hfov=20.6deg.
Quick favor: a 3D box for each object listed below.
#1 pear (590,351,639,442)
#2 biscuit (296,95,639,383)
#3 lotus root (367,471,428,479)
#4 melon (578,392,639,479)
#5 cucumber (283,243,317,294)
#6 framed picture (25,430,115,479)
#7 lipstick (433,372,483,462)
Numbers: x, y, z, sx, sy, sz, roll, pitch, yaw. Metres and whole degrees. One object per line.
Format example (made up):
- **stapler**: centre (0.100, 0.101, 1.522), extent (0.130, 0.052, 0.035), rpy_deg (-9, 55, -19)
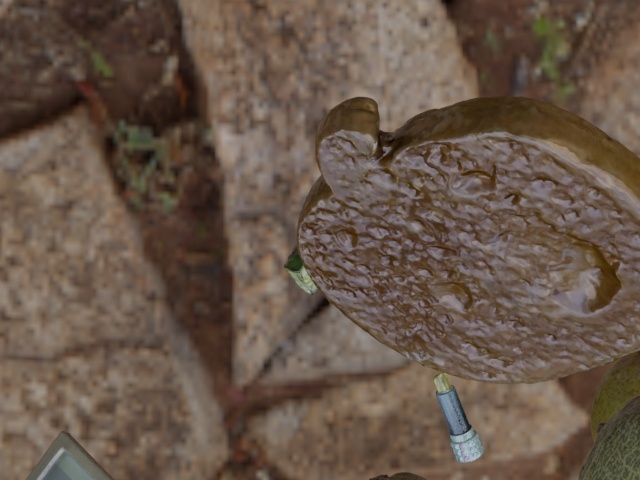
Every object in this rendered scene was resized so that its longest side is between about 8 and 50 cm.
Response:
- **pear**: centre (0.468, 0.236, 2.373), extent (0.188, 0.211, 0.228), rpy_deg (-11, -168, -35)
- **biscuit**: centre (0.122, -0.006, 1.389), extent (0.314, 0.063, 0.367), rpy_deg (39, 147, -16)
- **lotus root**: centre (0.126, 0.366, 2.171), extent (0.214, 0.138, 0.138), rpy_deg (33, 141, -16)
- **melon**: centre (0.404, 0.281, 1.715), extent (0.329, 0.248, 0.248), rpy_deg (41, 156, 16)
- **cucumber**: centre (0.000, 0.000, 1.966), extent (0.035, 0.107, 0.067), rpy_deg (27, 166, 29)
- **framed picture**: centre (-0.248, 0.366, 1.852), extent (0.213, 0.289, 0.016), rpy_deg (-53, 146, 2)
- **lipstick**: centre (0.159, 0.207, 2.097), extent (0.037, 0.037, 0.116), rpy_deg (-15, 107, 24)
